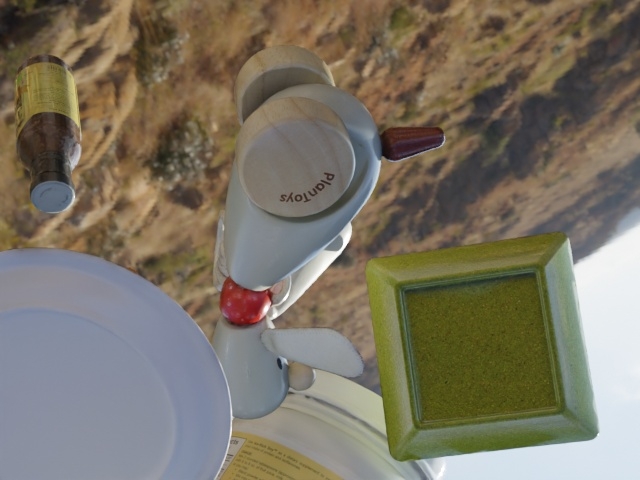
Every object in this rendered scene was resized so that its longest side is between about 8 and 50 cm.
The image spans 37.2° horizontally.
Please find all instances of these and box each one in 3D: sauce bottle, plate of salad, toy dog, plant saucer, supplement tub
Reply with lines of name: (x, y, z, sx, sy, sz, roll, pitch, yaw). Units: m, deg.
sauce bottle: (-0.466, -0.186, 1.628, 0.111, 0.344, 0.111, -9, 134, -10)
plate of salad: (-0.149, 0.092, 0.570, 0.200, 0.199, 0.048, -24, -161, 16)
toy dog: (0.000, 0.000, 0.776, 0.161, 0.220, 0.333, 5, 144, -8)
plant saucer: (0.140, 0.094, 0.844, 0.188, 0.188, 0.045, -9, 172, 9)
supplement tub: (-0.040, 0.316, 0.934, 0.331, 0.241, 0.241, -55, -169, -28)

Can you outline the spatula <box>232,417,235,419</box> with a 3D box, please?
spatula: (-0.106, 0.323, 1.449, 0.242, 0.168, 0.019, -17, 180, 16)
